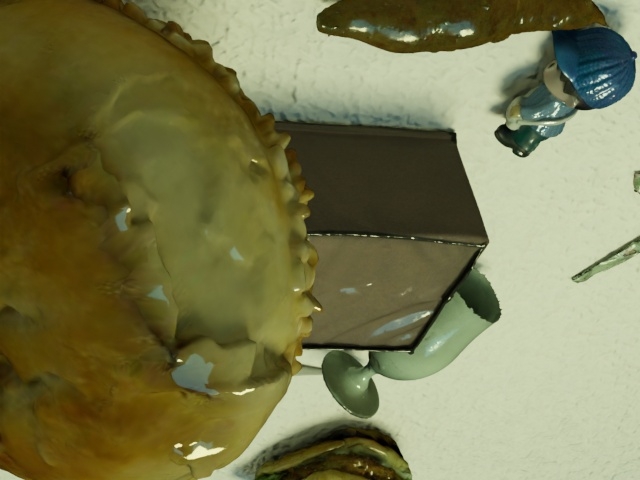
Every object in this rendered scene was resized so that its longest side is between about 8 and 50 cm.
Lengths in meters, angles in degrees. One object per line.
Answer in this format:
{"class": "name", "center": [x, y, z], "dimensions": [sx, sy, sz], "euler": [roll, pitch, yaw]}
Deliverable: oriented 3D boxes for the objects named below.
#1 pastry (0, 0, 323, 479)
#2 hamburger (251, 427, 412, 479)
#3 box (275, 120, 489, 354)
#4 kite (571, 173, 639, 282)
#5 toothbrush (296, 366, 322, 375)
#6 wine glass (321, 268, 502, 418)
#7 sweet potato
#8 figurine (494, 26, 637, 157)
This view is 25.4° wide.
{"class": "pastry", "center": [-0.176, 0.003, 1.106], "dimensions": [0.245, 0.409, 0.410], "euler": [-33, 161, -45]}
{"class": "hamburger", "center": [0.022, 0.307, 1.770], "dimensions": [0.206, 0.130, 0.183], "euler": [-17, 146, 34]}
{"class": "box", "center": [0.000, 0.000, 1.329], "dimensions": [0.252, 0.153, 0.188], "euler": [5, 138, -23]}
{"class": "kite", "center": [0.382, -0.015, 1.559], "dimensions": [0.250, 0.012, 0.229], "euler": [-31, 137, 20]}
{"class": "toothbrush", "center": [-0.059, 0.143, 1.597], "dimensions": [0.257, 0.024, 0.018], "euler": [13, 134, -30]}
{"class": "wine glass", "center": [0.100, 0.107, 1.547], "dimensions": [0.093, 0.093, 0.202], "euler": [22, 129, -39]}
{"class": "sweet potato", "center": [0.126, -0.191, 1.205], "dimensions": [0.273, 0.067, 0.067], "euler": [-4, 141, -15]}
{"class": "figurine", "center": [0.222, -0.134, 1.302], "dimensions": [0.086, 0.087, 0.149], "euler": [-32, 165, -49]}
